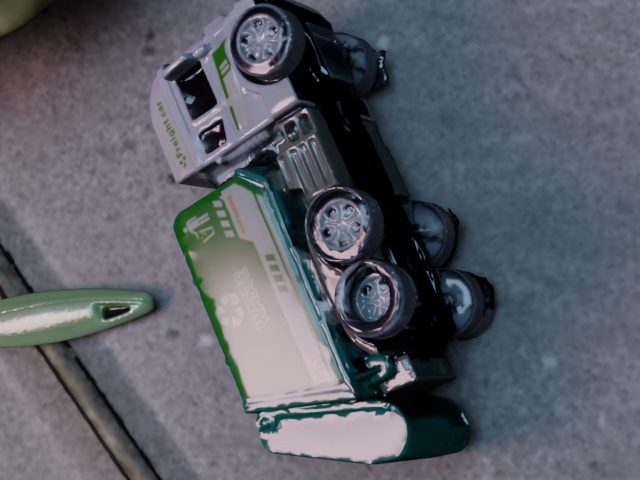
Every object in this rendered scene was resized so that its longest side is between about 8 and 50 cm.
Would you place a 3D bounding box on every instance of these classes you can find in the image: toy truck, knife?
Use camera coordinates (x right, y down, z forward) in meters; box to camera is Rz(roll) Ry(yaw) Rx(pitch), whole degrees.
[{"bbox_3d":[0.000,0.000,0.869,0.124,0.114,0.253,-32,72,23],"label":"toy truck"},{"bbox_3d":[-0.232,0.061,0.983,0.293,0.020,0.043,-8,80,18],"label":"knife"}]

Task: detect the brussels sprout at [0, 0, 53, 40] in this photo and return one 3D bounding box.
[{"bbox_3d":[-0.262,-0.246,0.905,0.247,0.328,0.328,-28,72,35],"label":"brussels sprout"}]
